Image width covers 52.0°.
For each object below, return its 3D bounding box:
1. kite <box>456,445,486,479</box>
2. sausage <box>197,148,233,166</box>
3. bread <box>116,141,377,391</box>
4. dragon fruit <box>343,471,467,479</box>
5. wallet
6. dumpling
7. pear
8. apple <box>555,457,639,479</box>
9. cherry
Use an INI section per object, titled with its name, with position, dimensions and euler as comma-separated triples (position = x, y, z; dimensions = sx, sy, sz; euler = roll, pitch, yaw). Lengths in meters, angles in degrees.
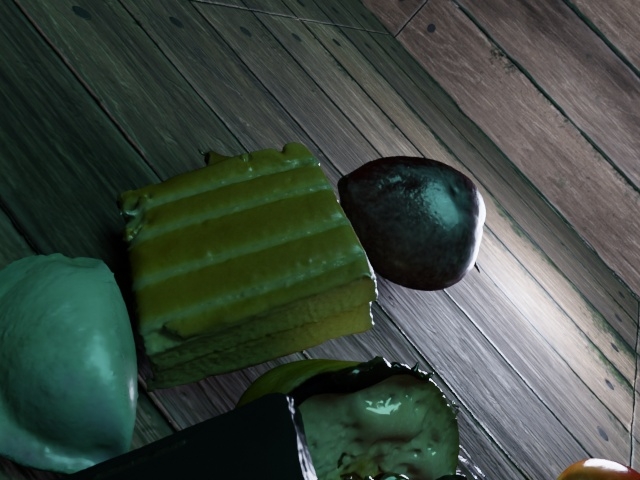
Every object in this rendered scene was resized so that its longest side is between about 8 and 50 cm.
[kite]
position = 0.251, 0.387, 0.901
dimensions = 0.229, 0.016, 0.127
euler = 51, 25, 10
[sausage]
position = -0.102, -0.025, 0.889
dimensions = 0.112, 0.112, 0.328
euler = 17, 37, -42
[bread]
position = -0.094, 0.018, 0.713
dimensions = 0.111, 0.246, 0.239
euler = 81, -12, -47
[dragon fruit]
position = 0.038, 0.297, 0.451
dimensions = 0.245, 0.298, 0.244
euler = 25, 7, -3
[wallet]
position = -0.123, 0.185, 0.445
dimensions = 0.149, 0.250, 0.044
euler = -112, -178, -69
[dumpling]
position = -0.230, 0.110, 0.558
dimensions = 0.105, 0.149, 0.216
euler = 78, -10, -66
[pear]
position = -0.006, 0.202, 0.653
dimensions = 0.267, 0.266, 0.178
euler = 22, 4, -37
[apple]
position = 0.424, 0.402, 0.962
dimensions = 0.139, 0.163, 0.163
euler = 14, 40, -27
[cherry]
position = 0.157, -0.035, 1.128
dimensions = 0.300, 0.203, 0.230
euler = 26, 69, -14
